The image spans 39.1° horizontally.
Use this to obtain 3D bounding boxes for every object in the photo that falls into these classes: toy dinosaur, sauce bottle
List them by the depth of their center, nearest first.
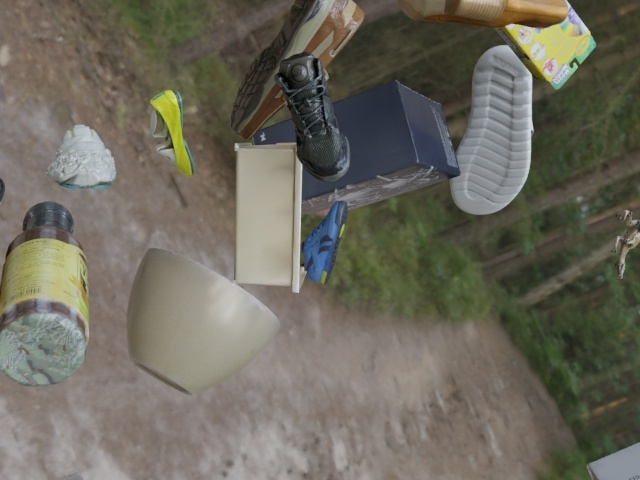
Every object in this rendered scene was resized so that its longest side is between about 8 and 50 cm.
[{"bbox_3d":[-0.358,0.049,1.172,0.111,0.111,0.344,61,3,-32],"label":"sauce bottle"},{"bbox_3d":[0.555,-0.023,1.574,0.053,0.183,0.092,39,2,37],"label":"toy dinosaur"}]

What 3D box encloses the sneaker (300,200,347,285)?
[{"bbox_3d":[0.000,0.000,1.893,0.069,0.082,0.209,-54,164,-54],"label":"sneaker"}]

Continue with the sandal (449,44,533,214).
[{"bbox_3d":[0.397,-0.241,2.004,0.102,0.169,0.416,-62,163,-52],"label":"sandal"}]

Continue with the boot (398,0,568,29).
[{"bbox_3d":[0.272,-0.412,1.546,0.295,0.211,0.104,-130,-133,-60],"label":"boot"}]

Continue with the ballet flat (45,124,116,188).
[{"bbox_3d":[-0.533,-0.189,1.990,0.147,0.147,0.409,64,-13,-15],"label":"ballet flat"}]

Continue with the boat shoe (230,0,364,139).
[{"bbox_3d":[-0.041,-0.300,1.586,0.120,0.324,0.122,25,33,-26],"label":"boat shoe"}]

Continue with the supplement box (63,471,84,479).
[{"bbox_3d":[-0.582,0.597,2.155,0.098,0.036,0.062,-5,-82,65],"label":"supplement box"}]

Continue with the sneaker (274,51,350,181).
[{"bbox_3d":[-0.018,-0.205,1.421,0.130,0.087,0.227,55,21,-60],"label":"sneaker"}]

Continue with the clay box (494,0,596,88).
[{"bbox_3d":[0.410,-0.400,1.688,0.222,0.127,0.053,43,-3,-28],"label":"clay box"}]

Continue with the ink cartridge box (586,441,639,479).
[{"bbox_3d":[0.591,0.464,1.512,0.114,0.197,0.273,-103,167,-64],"label":"ink cartridge box"}]

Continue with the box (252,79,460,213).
[{"bbox_3d":[0.083,-0.184,1.950,0.312,0.343,0.179,4,71,-65],"label":"box"}]

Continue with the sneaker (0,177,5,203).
[{"bbox_3d":[-0.736,-0.105,1.934,0.083,0.118,0.222,36,33,-5],"label":"sneaker"}]

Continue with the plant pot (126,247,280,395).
[{"bbox_3d":[-0.243,0.169,1.651,0.284,0.191,0.284,27,-17,9],"label":"plant pot"}]

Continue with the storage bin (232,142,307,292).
[{"bbox_3d":[-0.088,-0.054,1.704,0.260,0.123,0.262,-65,156,-83],"label":"storage bin"}]

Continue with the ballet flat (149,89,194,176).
[{"bbox_3d":[-0.345,-0.235,2.053,0.077,0.077,0.231,46,-29,42],"label":"ballet flat"}]
